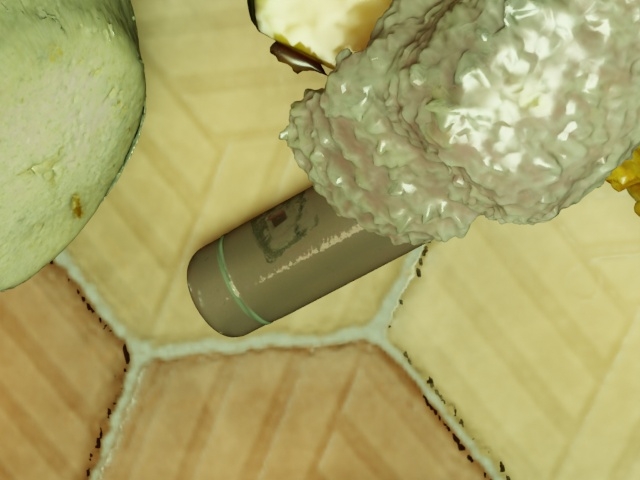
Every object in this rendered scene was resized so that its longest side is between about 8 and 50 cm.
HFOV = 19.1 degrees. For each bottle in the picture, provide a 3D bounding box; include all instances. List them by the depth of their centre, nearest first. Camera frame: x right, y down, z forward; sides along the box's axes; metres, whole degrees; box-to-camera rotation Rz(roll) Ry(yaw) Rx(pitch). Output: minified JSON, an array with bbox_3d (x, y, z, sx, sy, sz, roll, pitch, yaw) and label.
[{"bbox_3d":[0.000,0.000,0.967,0.140,0.053,0.053,-28,97,18],"label":"bottle"}]

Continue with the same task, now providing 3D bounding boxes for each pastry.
[{"bbox_3d":[0.102,-0.090,0.751,0.265,0.112,0.103,-41,106,12],"label":"pastry"}]

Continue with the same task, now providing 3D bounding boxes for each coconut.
[{"bbox_3d":[-0.208,-0.090,0.910,0.234,0.224,0.224,37,112,31],"label":"coconut"}]

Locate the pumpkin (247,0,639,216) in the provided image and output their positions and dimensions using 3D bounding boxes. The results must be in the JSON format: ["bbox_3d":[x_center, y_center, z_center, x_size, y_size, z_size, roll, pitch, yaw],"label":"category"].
[{"bbox_3d":[0.079,-0.084,0.881,0.190,0.139,0.280,-17,98,12],"label":"pumpkin"}]
